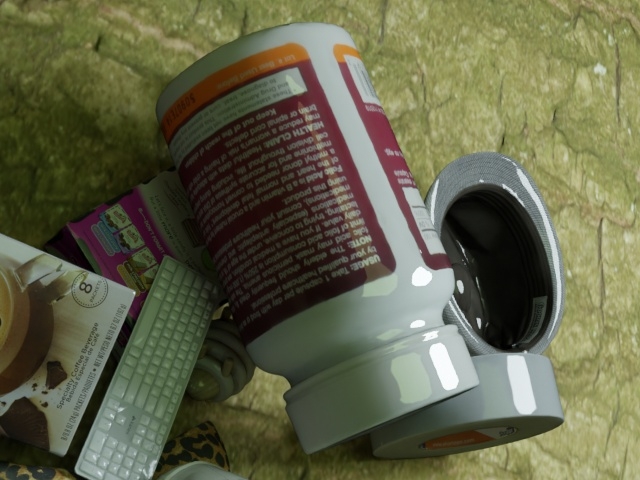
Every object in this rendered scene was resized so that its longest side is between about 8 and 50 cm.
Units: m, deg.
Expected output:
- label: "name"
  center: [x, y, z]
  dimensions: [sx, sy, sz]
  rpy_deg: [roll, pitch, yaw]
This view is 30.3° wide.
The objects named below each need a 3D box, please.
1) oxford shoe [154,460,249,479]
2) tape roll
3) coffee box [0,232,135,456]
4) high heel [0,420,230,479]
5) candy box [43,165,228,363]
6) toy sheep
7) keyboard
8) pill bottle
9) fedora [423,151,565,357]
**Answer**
- label: "oxford shoe"
  center: [-0.085, 0.423, 1.042]
  dimensions: [0.169, 0.130, 0.449]
  rpy_deg: [5, 79, -43]
- label: "tape roll"
  center: [0.161, 0.191, 1.341]
  dimensions: [0.219, 0.219, 0.072]
  rpy_deg: [6, 66, -35]
- label: "coffee box"
  center: [-0.342, 0.059, 1.055]
  dimensions: [0.297, 0.119, 0.168]
  rpy_deg: [25, 83, -25]
- label: "high heel"
  center: [-0.212, 0.218, 1.153]
  dimensions: [0.261, 0.093, 0.186]
  rpy_deg: [30, 45, -20]
- label: "candy box"
  center: [-0.158, 0.011, 1.278]
  dimensions: [0.233, 0.071, 0.159]
  rpy_deg: [-33, 91, -40]
- label: "toy sheep"
  center: [-0.106, 0.122, 1.260]
  dimensions: [0.091, 0.091, 0.132]
  rpy_deg: [49, 44, -9]
- label: "keyboard"
  center: [-0.164, 0.130, 1.157]
  dimensions: [0.072, 0.014, 0.256]
  rpy_deg: [34, 50, -21]
- label: "pill bottle"
  center: [0.000, 0.000, 1.197]
  dimensions: [0.224, 0.224, 0.392]
  rpy_deg: [-13, 75, -39]
- label: "fedora"
  center: [0.187, 0.036, 1.487]
  dimensions: [0.244, 0.124, 0.275]
  rpy_deg: [-23, 94, -38]
